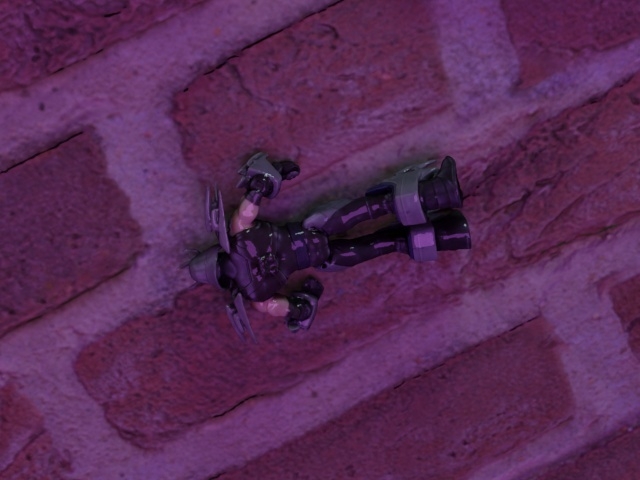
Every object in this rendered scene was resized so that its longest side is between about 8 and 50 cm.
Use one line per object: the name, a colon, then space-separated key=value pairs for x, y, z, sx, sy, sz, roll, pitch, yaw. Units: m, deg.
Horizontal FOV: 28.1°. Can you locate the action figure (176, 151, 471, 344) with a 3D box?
action figure: x=0.000 y=0.000 z=1.243 sx=0.285 sy=0.099 sz=0.185 roll=-13 pitch=121 yaw=-1
